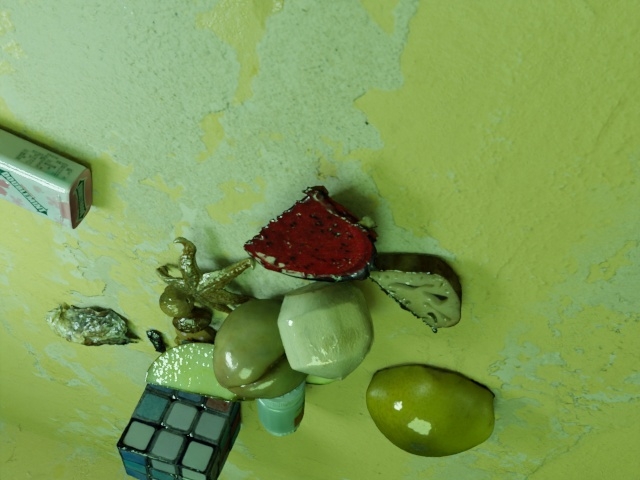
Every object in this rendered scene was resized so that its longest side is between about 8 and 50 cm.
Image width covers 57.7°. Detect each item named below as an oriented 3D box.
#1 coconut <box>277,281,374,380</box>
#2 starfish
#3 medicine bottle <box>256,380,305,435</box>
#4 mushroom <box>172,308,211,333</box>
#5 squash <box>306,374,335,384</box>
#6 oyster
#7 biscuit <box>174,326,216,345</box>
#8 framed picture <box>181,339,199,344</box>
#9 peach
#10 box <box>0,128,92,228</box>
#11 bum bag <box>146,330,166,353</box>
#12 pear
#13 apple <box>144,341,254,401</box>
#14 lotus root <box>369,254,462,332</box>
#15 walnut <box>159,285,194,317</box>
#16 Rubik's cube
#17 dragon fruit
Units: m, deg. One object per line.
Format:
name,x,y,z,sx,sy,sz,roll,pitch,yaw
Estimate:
coconut,0.020,0.233,1.489,0.244,0.245,0.248,-13,95,33
starfish,-0.331,0.115,1.642,0.326,0.094,0.375,8,143,12
medicine bottle,-0.128,0.512,1.877,0.158,0.158,0.318,15,142,8
mushroom,-0.404,0.251,1.825,0.109,0.085,0.126,40,135,-21
squash,-0.049,0.380,1.851,0.251,0.049,0.252,11,140,9
oyster,-0.805,0.317,2.061,0.271,0.100,0.275,-25,119,22
biscuit,-0.416,0.345,1.972,0.184,0.035,0.249,12,138,10
framed picture,-0.357,0.415,1.990,0.252,0.014,0.197,13,136,-6
peach,-0.165,0.312,1.639,0.292,0.247,0.292,-6,125,-8
box,-0.787,-0.181,1.503,0.369,0.112,0.190,26,139,-2
bum bag,-0.579,0.361,2.058,0.057,0.034,0.125,14,140,22
pear,0.325,0.546,1.759,0.386,0.191,0.340,3,137,21
apple,-0.372,0.432,1.874,0.345,0.179,0.254,6,125,13
lotus root,0.249,0.112,1.408,0.260,0.075,0.170,43,134,-21
walnut,-0.435,0.182,1.749,0.124,0.105,0.105,8,141,44
Rubik's cube,-0.520,0.732,2.197,0.361,0.363,0.359,14,137,6
dragon fruit,0.000,0.000,1.368,0.282,0.100,0.343,38,139,-17
